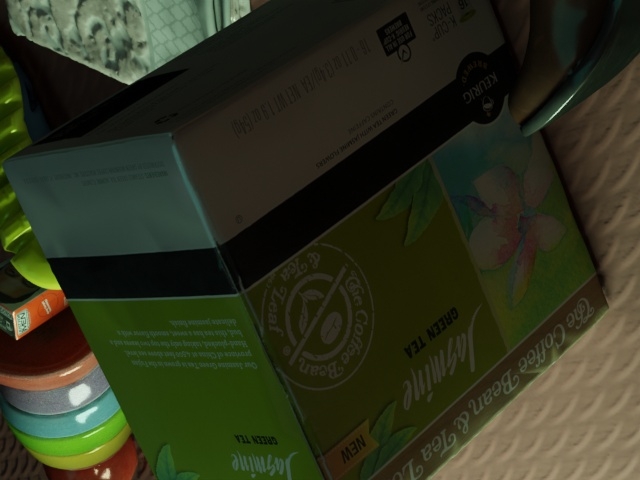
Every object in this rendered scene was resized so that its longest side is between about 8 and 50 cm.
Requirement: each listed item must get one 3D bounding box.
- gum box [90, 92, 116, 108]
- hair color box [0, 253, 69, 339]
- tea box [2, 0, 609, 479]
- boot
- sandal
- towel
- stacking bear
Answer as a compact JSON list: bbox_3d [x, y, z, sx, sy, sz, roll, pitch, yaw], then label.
[{"bbox_3d":[-0.148,-0.037,1.632,0.157,0.041,0.184,25,136,34],"label":"gum box"},{"bbox_3d":[-0.295,0.041,1.773,0.072,0.141,0.043,30,138,28],"label":"hair color box"},{"bbox_3d":[0.000,0.000,1.256,0.220,0.329,0.323,-3,117,48],"label":"tea box"},{"bbox_3d":[0.117,-0.238,1.133,0.280,0.096,0.264,43,143,16],"label":"boot"},{"bbox_3d":[-0.316,-0.082,1.726,0.317,0.126,0.138,61,-173,11],"label":"sandal"},{"bbox_3d":[-0.189,-0.285,1.471,0.317,0.053,0.332,27,135,32],"label":"towel"},{"bbox_3d":[-0.281,0.188,1.877,0.164,0.175,0.289,35,150,35],"label":"stacking bear"}]
